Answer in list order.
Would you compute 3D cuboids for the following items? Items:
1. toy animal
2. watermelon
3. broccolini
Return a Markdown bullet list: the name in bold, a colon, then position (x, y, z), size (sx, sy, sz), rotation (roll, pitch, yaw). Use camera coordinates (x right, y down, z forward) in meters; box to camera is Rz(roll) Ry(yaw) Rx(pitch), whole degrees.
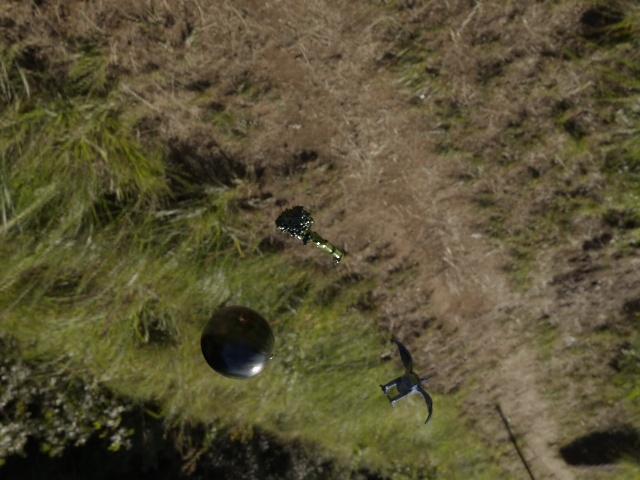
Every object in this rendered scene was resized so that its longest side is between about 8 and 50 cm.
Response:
- **toy animal**: position (0.254, 0.389, 1.889), size (0.176, 0.239, 0.255), rotation (-24, 167, -17)
- **watermelon**: position (-0.232, 0.289, 1.911), size (0.212, 0.212, 0.212), rotation (-16, 146, -11)
- **broccolini**: position (-0.005, 0.003, 1.655), size (0.079, 0.073, 0.392), rotation (-12, 161, 19)
